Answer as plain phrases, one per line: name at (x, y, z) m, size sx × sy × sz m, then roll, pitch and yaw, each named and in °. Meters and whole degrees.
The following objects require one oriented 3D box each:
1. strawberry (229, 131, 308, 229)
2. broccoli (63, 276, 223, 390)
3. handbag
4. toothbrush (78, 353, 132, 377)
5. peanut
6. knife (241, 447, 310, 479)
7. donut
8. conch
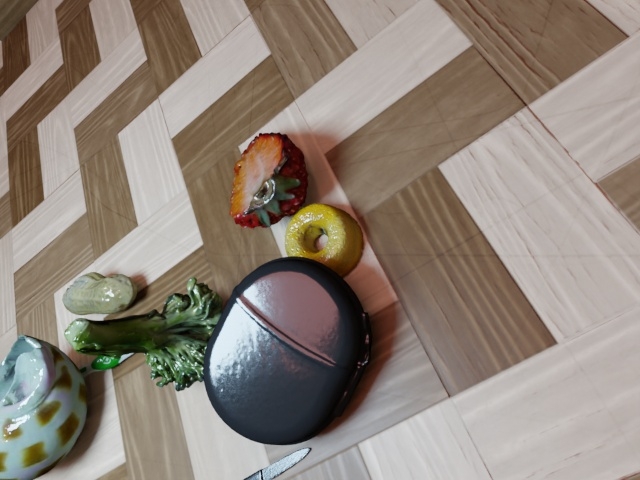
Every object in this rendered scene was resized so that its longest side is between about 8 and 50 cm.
strawberry at (-0.090, -0.117, 0.883) m, size 0.190 × 0.111 × 0.237 m, roll -49°, pitch 33°, yaw 19°
broccoli at (-0.267, 0.156, 0.786) m, size 0.198 × 0.275 × 0.177 m, roll -35°, pitch 57°, yaw 3°
handbag at (-0.057, 0.179, 0.728) m, size 0.253 × 0.093 × 0.308 m, roll 29°, pitch 95°, yaw 17°
toothbrush at (-0.481, 0.272, 1.015) m, size 0.417 × 0.040 × 0.042 m, roll -28°, pitch 69°, yaw 25°
peanut at (-0.507, 0.124, 1.043) m, size 0.214 × 0.090 × 0.099 m, roll -4°, pitch 62°, yaw 26°
knife at (-0.084, 0.389, 0.758) m, size 0.170 × 0.010 × 0.023 m, roll -36°, pitch 59°, yaw 14°
donut at (0.000, 0.000, 0.811) m, size 0.151 × 0.058 × 0.152 m, roll -11°, pitch 67°, yaw 29°
conch at (-0.623, 0.380, 0.960) m, size 0.368 × 0.197 × 0.249 m, roll -48°, pitch 53°, yaw 10°
